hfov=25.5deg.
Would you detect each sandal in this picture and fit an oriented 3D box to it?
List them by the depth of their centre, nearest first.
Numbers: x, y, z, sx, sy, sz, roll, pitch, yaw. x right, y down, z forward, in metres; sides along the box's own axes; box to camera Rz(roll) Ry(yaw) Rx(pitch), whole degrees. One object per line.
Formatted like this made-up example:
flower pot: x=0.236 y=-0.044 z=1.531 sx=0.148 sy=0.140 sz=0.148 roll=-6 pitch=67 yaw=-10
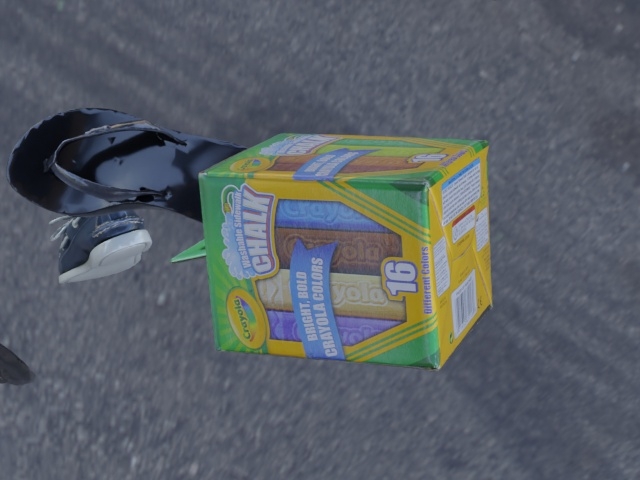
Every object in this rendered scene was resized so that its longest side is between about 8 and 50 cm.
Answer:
sandal: x=-0.159 y=-0.066 z=1.204 sx=0.254 sy=0.054 sz=0.097 roll=6 pitch=80 yaw=23

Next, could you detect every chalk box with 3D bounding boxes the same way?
chalk box: x=0.000 y=0.000 z=0.989 sx=0.213 sy=0.132 sz=0.132 roll=4 pitch=19 yaw=23

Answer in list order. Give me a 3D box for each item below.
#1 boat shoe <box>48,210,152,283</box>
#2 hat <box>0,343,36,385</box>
boat shoe: x=-0.258 y=-0.002 z=1.621 sx=0.095 sy=0.254 sz=0.079 roll=-18 pitch=85 yaw=-18
hat: x=-0.254 y=-0.049 z=0.566 sx=0.331 sy=0.331 sz=0.134 roll=18 pitch=74 yaw=-4
